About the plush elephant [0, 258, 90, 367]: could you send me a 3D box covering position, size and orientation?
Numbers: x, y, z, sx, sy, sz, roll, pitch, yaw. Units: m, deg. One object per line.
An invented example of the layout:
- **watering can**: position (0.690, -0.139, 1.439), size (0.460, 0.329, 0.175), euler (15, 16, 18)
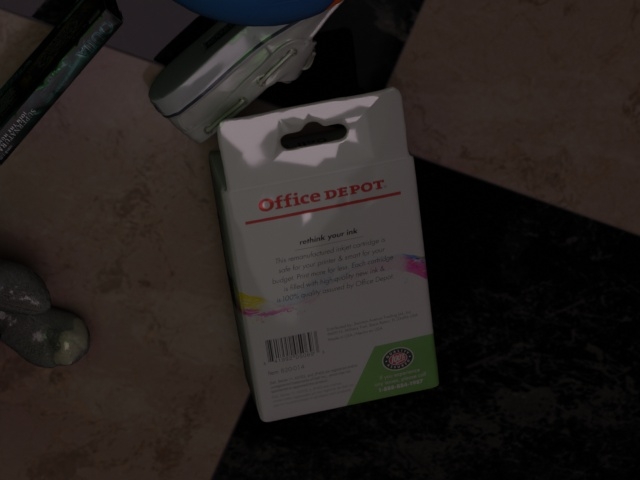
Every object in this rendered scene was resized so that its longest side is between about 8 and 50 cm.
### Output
- **plush elephant**: position (-0.405, 0.114, 1.595), size (0.272, 0.255, 0.330), euler (-32, 115, 2)

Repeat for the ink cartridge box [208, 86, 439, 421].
- **ink cartridge box**: position (0.000, 0.000, 1.711), size (0.207, 0.119, 0.353), euler (-11, 115, -7)

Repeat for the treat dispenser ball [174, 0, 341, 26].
- **treat dispenser ball**: position (-0.057, -0.341, 1.461), size (0.288, 0.288, 0.288), euler (-4, 113, -11)

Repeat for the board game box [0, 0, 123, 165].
- **board game box**: position (-0.268, -0.169, 1.578), size (0.026, 0.126, 0.186), euler (39, 100, -23)

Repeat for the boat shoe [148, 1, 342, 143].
- **boat shoe**: position (-0.049, -0.199, 1.632), size (0.267, 0.096, 0.088), euler (-39, 119, 7)
